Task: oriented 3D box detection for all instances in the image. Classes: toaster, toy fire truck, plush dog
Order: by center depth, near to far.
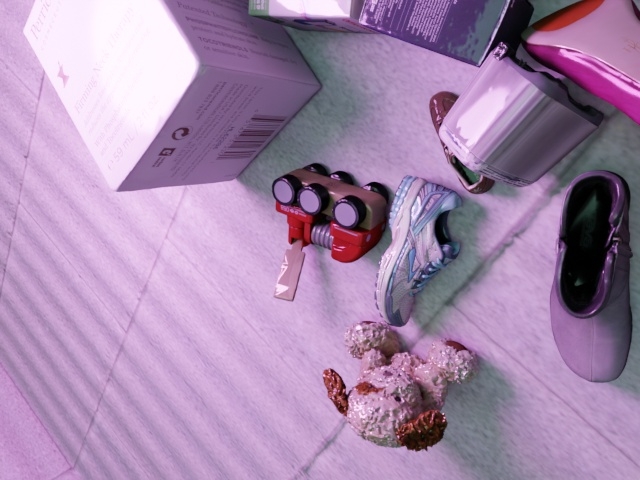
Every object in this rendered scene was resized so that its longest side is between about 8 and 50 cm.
[{"bbox_3d":[0.273,-0.168,0.672,0.146,0.227,0.129,-54,48,30],"label":"toaster"},{"bbox_3d":[0.129,0.283,0.865,0.262,0.225,0.211,11,107,31],"label":"plush dog"},{"bbox_3d":[0.000,0.000,0.945,0.217,0.158,0.246,22,124,27],"label":"toy fire truck"}]

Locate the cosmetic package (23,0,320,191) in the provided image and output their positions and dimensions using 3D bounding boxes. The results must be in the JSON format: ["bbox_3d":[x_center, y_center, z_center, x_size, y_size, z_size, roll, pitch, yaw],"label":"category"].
[{"bbox_3d":[-0.285,-0.353,0.930,0.329,0.327,0.394,-40,78,33],"label":"cosmetic package"}]

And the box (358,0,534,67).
[{"bbox_3d":[0.192,-0.341,0.724,0.207,0.153,0.108,32,117,24],"label":"box"}]

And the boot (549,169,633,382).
[{"bbox_3d":[0.365,0.070,0.662,0.118,0.222,0.338,-2,100,33],"label":"boot"}]

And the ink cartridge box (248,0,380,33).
[{"bbox_3d":[0.005,-0.420,0.826,0.212,0.154,0.093,15,109,30],"label":"ink cartridge box"}]

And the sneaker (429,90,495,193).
[{"bbox_3d":[0.231,-0.165,0.788,0.066,0.071,0.188,-31,84,34],"label":"sneaker"}]

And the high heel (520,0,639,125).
[{"bbox_3d":[0.374,-0.189,0.588,0.127,0.377,0.181,-29,118,10],"label":"high heel"}]

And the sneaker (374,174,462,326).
[{"bbox_3d":[0.176,0.033,0.850,0.122,0.110,0.283,15,109,26],"label":"sneaker"}]
